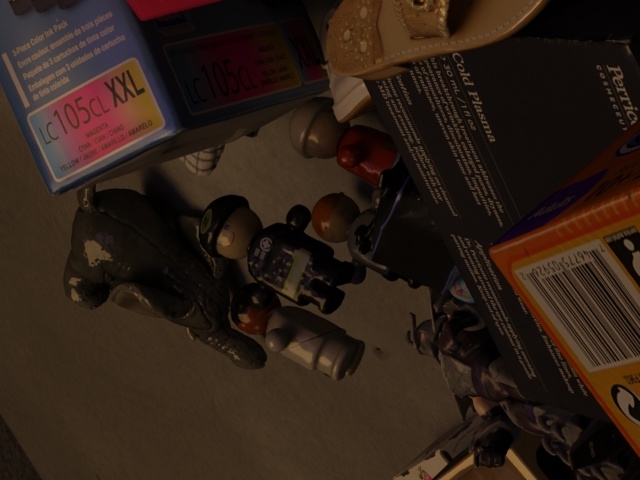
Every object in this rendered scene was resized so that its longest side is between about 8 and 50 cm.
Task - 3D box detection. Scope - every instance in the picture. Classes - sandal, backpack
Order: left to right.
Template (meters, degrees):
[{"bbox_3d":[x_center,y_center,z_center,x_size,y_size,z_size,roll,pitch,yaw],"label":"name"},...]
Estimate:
[{"bbox_3d":[0.058,-0.159,1.205,0.240,0.079,0.088,-24,64,52],"label":"sandal"},{"bbox_3d":[0.118,-0.057,1.541,0.117,0.173,0.158,27,157,3],"label":"backpack"}]

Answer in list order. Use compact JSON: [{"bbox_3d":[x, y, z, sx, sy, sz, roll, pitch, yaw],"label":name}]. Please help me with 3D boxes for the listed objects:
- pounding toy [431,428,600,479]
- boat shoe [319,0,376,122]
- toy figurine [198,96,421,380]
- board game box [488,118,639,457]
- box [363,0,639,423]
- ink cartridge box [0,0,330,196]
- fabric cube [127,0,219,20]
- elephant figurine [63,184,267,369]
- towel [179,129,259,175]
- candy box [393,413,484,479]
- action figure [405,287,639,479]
[{"bbox_3d":[0.234,0.262,1.865,0.206,0.094,0.181,50,127,4],"label":"pounding toy"},{"bbox_3d":[0.039,-0.156,1.530,0.277,0.098,0.096,-118,4,-85],"label":"boat shoe"},{"bbox_3d":[0.000,0.000,1.771,0.148,0.213,0.209,28,154,21],"label":"toy figurine"},{"bbox_3d":[0.374,0.012,0.893,0.356,0.356,0.356,53,157,-4],"label":"board game box"},{"bbox_3d":[0.227,-0.043,1.320,0.312,0.179,0.343,15,138,57],"label":"box"},{"bbox_3d":[-0.173,-0.258,1.544,0.151,0.270,0.396,-26,89,29],"label":"ink cartridge box"},{"bbox_3d":[-0.042,-0.329,1.304,0.259,0.254,0.258,59,157,-15],"label":"fabric cube"},{"bbox_3d":[-0.173,0.040,2.275,0.239,0.186,0.169,29,107,23],"label":"elephant figurine"},{"bbox_3d":[-0.144,-0.234,1.822,0.284,0.121,0.235,46,155,17],"label":"towel"},{"bbox_3d":[0.184,0.289,2.035,0.196,0.070,0.165,50,158,3],"label":"candy box"},{"bbox_3d":[0.159,0.122,1.614,0.285,0.099,0.185,29,154,49],"label":"action figure"}]
